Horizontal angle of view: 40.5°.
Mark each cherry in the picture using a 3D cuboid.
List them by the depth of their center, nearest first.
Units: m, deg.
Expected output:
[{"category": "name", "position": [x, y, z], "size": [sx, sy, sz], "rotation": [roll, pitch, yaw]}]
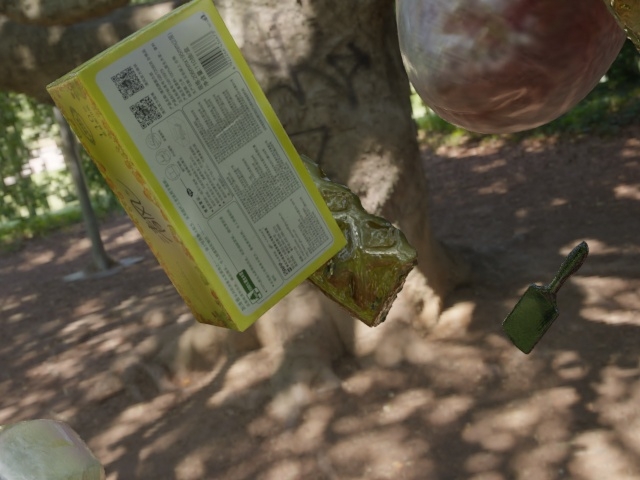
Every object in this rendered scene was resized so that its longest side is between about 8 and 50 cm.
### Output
[{"category": "cherry", "position": [0.215, -0.275, 1.015], "size": [0.291, 0.334, 0.326], "rotation": [18, -11, -2]}]

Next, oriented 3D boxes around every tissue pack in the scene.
[{"category": "tissue pack", "position": [-0.071, -0.043, 0.523], "size": [0.095, 0.176, 0.062], "rotation": [-41, 23, -27]}]

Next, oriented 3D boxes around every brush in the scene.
[{"category": "brush", "position": [0.318, 0.077, 1.206], "size": [0.016, 0.193, 0.063], "rotation": [-7, 47, -39]}]

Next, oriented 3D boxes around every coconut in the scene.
[{"category": "coconut", "position": [-0.365, 0.300, 1.072], "size": [0.183, 0.171, 0.171], "rotation": [36, 37, 22]}]

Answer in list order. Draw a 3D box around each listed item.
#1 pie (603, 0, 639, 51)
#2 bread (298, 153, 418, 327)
[{"category": "pie", "position": [0.274, -0.184, 0.467], "size": [0.274, 0.274, 0.055], "rotation": [-13, 3, 7]}, {"category": "bread", "position": [0.000, 0.000, 0.936], "size": [0.088, 0.128, 0.232], "rotation": [-22, 51, -34]}]
